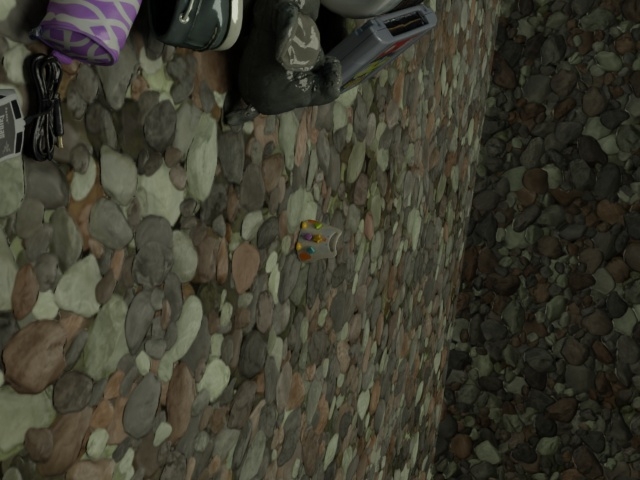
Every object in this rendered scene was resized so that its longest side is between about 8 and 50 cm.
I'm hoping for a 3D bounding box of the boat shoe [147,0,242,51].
[{"bbox_3d":[-0.157,-0.373,0.915,0.099,0.116,0.319,-16,108,-41],"label":"boat shoe"}]

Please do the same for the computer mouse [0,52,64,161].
[{"bbox_3d":[-0.303,-0.108,0.752,0.193,0.042,0.106,-47,146,-64],"label":"computer mouse"}]

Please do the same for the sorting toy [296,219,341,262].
[{"bbox_3d":[0.000,0.000,1.512,0.045,0.075,0.083,43,58,-65],"label":"sorting toy"}]

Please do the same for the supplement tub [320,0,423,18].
[{"bbox_3d":[0.113,-0.498,1.437,0.316,0.194,0.193,-38,133,-60],"label":"supplement tub"}]

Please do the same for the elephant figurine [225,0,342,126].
[{"bbox_3d":[-0.055,-0.306,1.150,0.239,0.169,0.186,82,11,-50],"label":"elephant figurine"}]

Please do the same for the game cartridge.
[{"bbox_3d":[0.082,-0.329,1.448,0.060,0.196,0.294,58,34,-4],"label":"game cartridge"}]

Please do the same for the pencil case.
[{"bbox_3d":[-0.219,-0.275,0.831,0.086,0.088,0.206,24,74,-28],"label":"pencil case"}]
